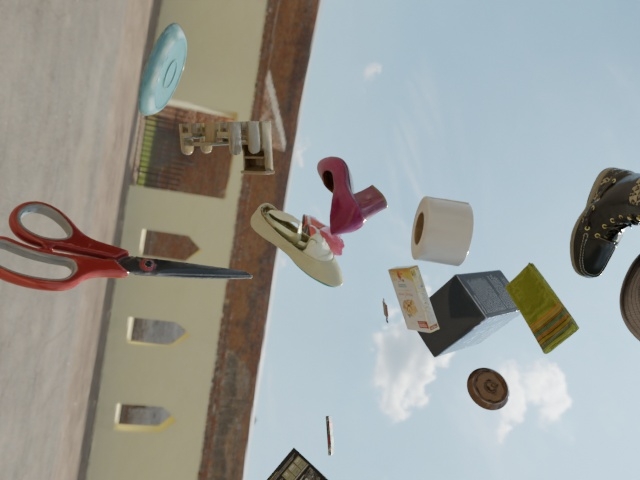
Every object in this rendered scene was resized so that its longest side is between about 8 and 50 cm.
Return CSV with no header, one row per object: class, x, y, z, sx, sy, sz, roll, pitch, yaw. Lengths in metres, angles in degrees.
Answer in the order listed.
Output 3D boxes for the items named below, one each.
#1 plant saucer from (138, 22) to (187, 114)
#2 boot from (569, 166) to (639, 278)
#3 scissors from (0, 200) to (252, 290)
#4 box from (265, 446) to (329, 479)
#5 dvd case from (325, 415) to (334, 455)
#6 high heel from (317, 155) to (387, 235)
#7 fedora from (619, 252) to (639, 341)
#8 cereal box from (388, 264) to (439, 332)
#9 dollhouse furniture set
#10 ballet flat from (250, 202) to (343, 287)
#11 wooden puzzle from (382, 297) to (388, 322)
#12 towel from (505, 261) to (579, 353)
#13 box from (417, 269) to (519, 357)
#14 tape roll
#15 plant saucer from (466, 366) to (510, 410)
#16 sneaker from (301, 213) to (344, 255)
plant saucer,-0.508,-0.551,1.831,0.317,0.044,0.317,-157,-90,-85
boot,0.581,-0.031,1.086,0.178,0.085,0.236,-122,-132,-84
scissors,-0.220,0.037,0.642,0.021,0.297,0.108,-49,-151,40
box,-0.060,0.588,1.244,0.180,0.147,0.077,-47,148,-17
dvd case,0.031,0.626,1.795,0.087,0.013,0.119,66,17,-73
high heel,0.029,-0.140,1.650,0.377,0.181,0.127,41,-22,57
fedora,0.643,0.063,0.920,0.244,0.275,0.124,42,-11,40
cereal box,0.331,0.209,2.006,0.173,0.048,0.240,-15,-86,71
dollhouse furniture set,-0.259,-0.269,1.650,0.212,0.242,0.160,7,-75,37
ballet flat,-0.043,0.003,1.187,0.086,0.249,0.086,-53,169,-14
wooden puzzle,0.215,0.230,1.842,0.049,0.006,0.083,-117,-162,-75
towel,0.532,0.160,1.364,0.102,0.021,0.237,-50,-151,25
box,0.613,0.293,2.308,0.293,0.396,0.211,-48,-120,33
tape roll,0.449,-0.033,2.087,0.246,0.169,0.245,-172,-90,-87
plant saucer,0.641,0.557,2.116,0.029,0.169,0.168,100,-9,-56
sneaker,0.000,0.001,1.743,0.314,0.136,0.115,-116,-139,-76
